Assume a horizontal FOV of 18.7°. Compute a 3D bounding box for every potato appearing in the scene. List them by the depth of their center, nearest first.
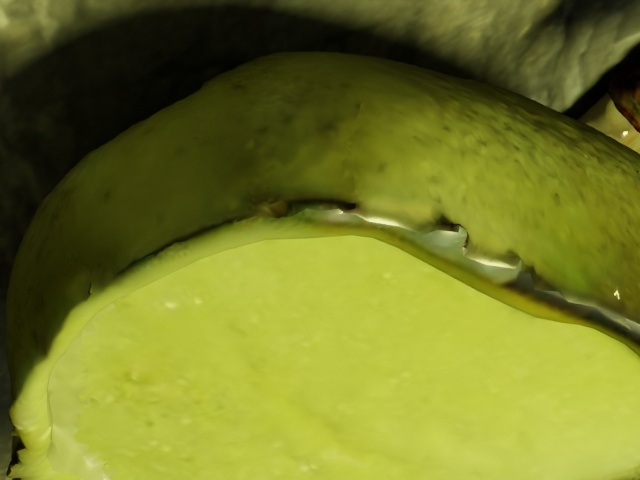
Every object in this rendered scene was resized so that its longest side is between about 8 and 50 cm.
[{"bbox_3d":[0.000,0.000,0.886,0.330,0.213,0.280,-25,139,24],"label":"potato"}]

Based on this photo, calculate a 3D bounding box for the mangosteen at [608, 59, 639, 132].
[{"bbox_3d":[0.250,-0.115,0.873,0.265,0.228,0.228,-24,154,22],"label":"mangosteen"}]

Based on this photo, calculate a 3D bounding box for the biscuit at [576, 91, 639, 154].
[{"bbox_3d":[0.162,-0.001,1.145,0.325,0.044,0.217,-44,147,25],"label":"biscuit"}]
